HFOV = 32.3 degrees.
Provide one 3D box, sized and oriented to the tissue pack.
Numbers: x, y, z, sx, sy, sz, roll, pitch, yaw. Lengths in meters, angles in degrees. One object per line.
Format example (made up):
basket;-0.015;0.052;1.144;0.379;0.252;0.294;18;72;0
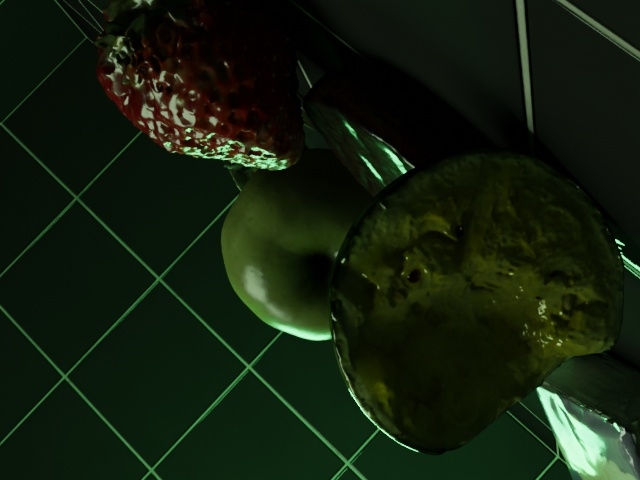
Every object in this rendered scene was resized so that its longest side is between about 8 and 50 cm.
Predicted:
tissue pack;0.485;0.354;1.729;0.242;0.125;0.344;25;143;62

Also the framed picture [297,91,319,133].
framed picture;-0.090;-0.293;2.025;0.250;0.016;0.184;46;174;-35

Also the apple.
apple;0.000;0.000;1.991;0.357;0.357;0.357;43;175;5

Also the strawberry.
strawberry;-0.140;-0.216;1.529;0.351;0.267;0.312;47;-166;-50

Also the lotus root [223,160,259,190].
lotus root;-0.117;-0.184;2.478;0.260;0.149;0.267;52;-171;-37

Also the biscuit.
biscuit;0.149;-0.081;1.481;0.407;0.091;0.407;41;174;5

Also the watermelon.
watermelon;0.147;0.058;1.226;0.331;0.331;0.189;44;171;-12
